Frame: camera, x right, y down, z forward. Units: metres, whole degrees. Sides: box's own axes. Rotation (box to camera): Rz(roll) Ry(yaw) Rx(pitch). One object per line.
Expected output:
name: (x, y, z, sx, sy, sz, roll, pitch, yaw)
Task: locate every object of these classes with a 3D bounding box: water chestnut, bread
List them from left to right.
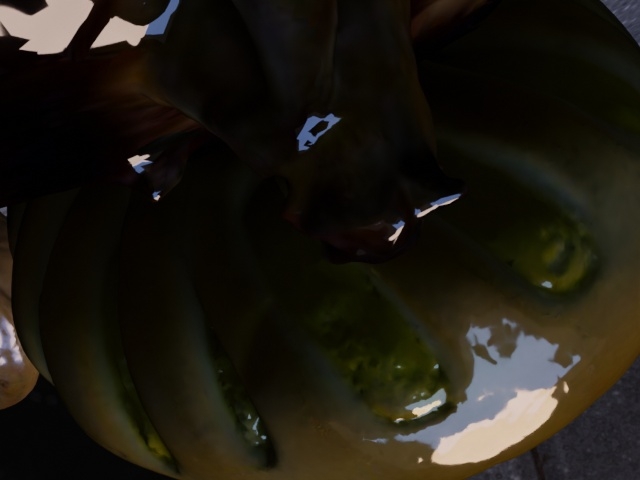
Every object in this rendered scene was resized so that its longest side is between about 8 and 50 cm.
water chestnut: (-0.043, -0.125, 0.486, 0.350, 0.302, 0.350, -31, 161, -12)
bread: (-0.003, -0.032, 0.704, 0.333, 0.333, 0.160, -31, 129, -12)

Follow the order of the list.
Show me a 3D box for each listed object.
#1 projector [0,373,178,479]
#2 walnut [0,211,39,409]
projector: (-0.329, 0.247, 1.211, 0.395, 0.242, 0.405, -21, 162, -45)
walnut: (-0.234, 0.046, 0.969, 0.166, 0.149, 0.166, -60, 174, -11)
